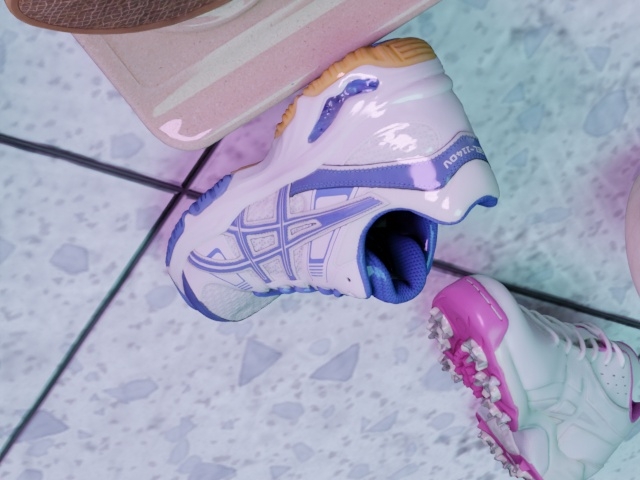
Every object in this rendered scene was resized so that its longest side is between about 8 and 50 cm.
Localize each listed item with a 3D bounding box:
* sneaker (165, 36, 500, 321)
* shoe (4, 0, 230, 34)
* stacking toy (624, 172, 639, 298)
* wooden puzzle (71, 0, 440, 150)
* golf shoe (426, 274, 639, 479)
[{"bbox_3d":[0.000,0.000,1.102,0.112,0.131,0.296,-22,164,-37],"label":"sneaker"},{"bbox_3d":[-0.064,-0.164,0.915,0.219,0.058,0.076,-15,152,-6],"label":"shoe"},{"bbox_3d":[0.391,-0.014,1.215,0.330,0.141,0.141,-9,150,37],"label":"stacking toy"},{"bbox_3d":[-0.040,-0.252,0.939,0.322,0.080,0.348,-32,132,4],"label":"wooden puzzle"},{"bbox_3d":[0.178,0.098,1.368,0.140,0.115,0.306,-37,144,-5],"label":"golf shoe"}]
